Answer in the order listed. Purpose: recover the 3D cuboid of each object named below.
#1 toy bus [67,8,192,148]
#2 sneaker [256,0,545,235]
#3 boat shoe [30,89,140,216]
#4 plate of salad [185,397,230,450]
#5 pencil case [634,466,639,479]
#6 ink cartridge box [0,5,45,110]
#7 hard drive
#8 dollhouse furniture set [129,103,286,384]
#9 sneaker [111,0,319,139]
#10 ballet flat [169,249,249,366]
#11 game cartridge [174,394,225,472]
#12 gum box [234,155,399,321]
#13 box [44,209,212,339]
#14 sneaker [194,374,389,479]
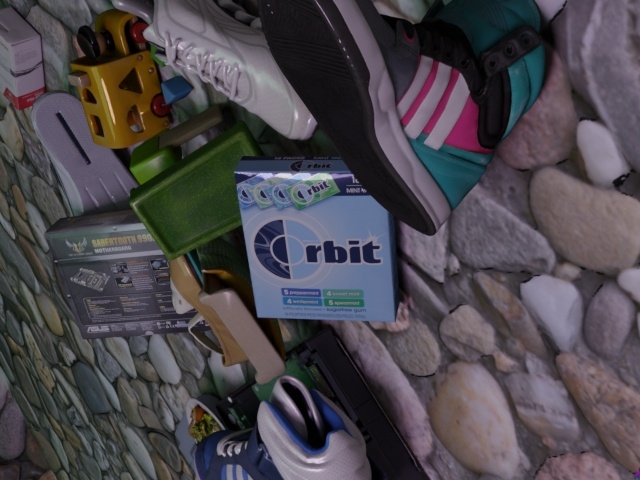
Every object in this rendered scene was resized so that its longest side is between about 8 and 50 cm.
[{"bbox_3d":[-0.277,-0.221,1.210,0.202,0.104,0.191,52,147,13],"label":"toy bus"},{"bbox_3d":[0.080,-0.147,0.695,0.124,0.178,0.295,33,168,37],"label":"sneaker"},{"bbox_3d":[-0.333,-0.077,1.414,0.335,0.121,0.119,67,170,-11],"label":"boat shoe"},{"bbox_3d":[-0.162,0.336,1.421,0.200,0.048,0.199,40,146,35],"label":"plate of salad"},{"bbox_3d":[0.326,0.236,0.752,0.151,0.064,0.070,55,131,11],"label":"pencil case"},{"bbox_3d":[-0.504,-0.300,1.513,0.099,0.056,0.135,44,144,25],"label":"ink cartridge box"},{"bbox_3d":[-0.013,0.274,1.257,0.237,0.064,0.339,57,148,7],"label":"hard drive"},{"bbox_3d":[-0.088,-0.002,1.126,0.301,0.151,0.197,59,-176,-24],"label":"dollhouse furniture set"},{"bbox_3d":[-0.113,-0.206,0.984,0.292,0.118,0.110,47,143,19],"label":"sneaker"},{"bbox_3d":[-0.157,0.092,1.236,0.232,0.073,0.080,58,-174,-34],"label":"ballet flat"},{"bbox_3d":[-0.133,0.406,1.539,0.297,0.062,0.198,52,142,15],"label":"game cartridge"},{"bbox_3d":[0.000,0.000,0.971,0.157,0.041,0.184,1,121,12],"label":"gum box"},{"bbox_3d":[-0.262,0.048,1.327,0.231,0.056,0.183,-6,114,17],"label":"box"},{"bbox_3d":[-0.053,0.248,1.138,0.323,0.130,0.236,28,125,48],"label":"sneaker"}]
